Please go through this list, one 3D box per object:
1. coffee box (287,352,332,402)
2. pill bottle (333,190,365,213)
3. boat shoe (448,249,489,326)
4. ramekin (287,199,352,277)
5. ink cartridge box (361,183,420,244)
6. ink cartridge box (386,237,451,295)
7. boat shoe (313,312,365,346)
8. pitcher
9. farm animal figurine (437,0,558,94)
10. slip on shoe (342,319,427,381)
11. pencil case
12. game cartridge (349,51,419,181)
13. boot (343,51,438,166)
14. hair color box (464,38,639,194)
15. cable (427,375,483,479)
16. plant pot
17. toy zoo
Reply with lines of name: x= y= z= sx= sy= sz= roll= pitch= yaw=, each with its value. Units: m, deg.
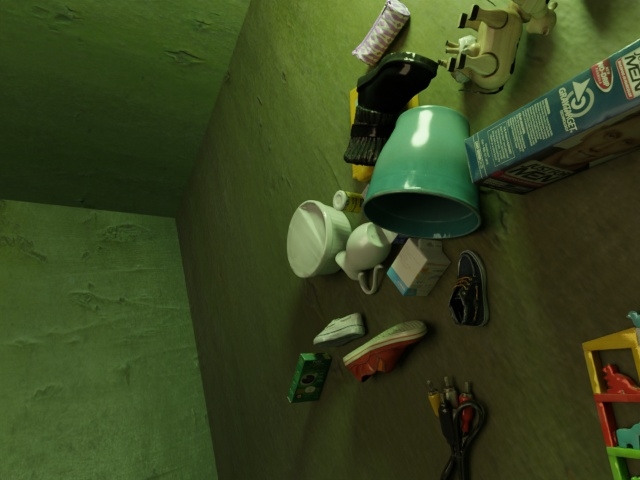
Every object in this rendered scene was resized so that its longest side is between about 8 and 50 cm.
coffee box: x=-0.038 y=0.478 z=1.554 sx=0.040 sy=0.113 sz=0.184 roll=43 pitch=122 yaw=55
pill bottle: x=0.104 y=-0.120 z=1.416 sx=0.065 sy=0.116 sz=0.065 roll=-12 pitch=76 yaw=56
boat shoe: x=0.340 y=0.109 z=1.039 sx=0.065 sy=0.083 sz=0.183 roll=-28 pitch=62 yaw=53
ramekin: x=0.000 y=0.000 z=1.553 sx=0.273 sy=0.127 sz=0.272 roll=-14 pitch=74 yaw=57
ink cartridge box: x=0.204 y=-0.075 z=1.271 sx=0.046 sy=0.097 sz=0.207 roll=-58 pitch=41 yaw=35
ink cartridge box: x=0.260 y=0.064 z=1.164 sx=0.143 sy=0.092 sz=0.090 roll=-63 pitch=38 yaw=30
boat shoe: x=0.064 y=0.296 z=1.466 sx=0.226 sy=0.083 sz=0.075 roll=-26 pitch=51 yaw=41
pitcher: x=0.144 y=0.055 z=1.343 sx=0.177 sy=0.126 sz=0.207 roll=57 pitch=146 yaw=17
farm animal figurine: x=0.398 y=-0.470 z=0.942 sx=0.330 sy=0.172 sz=0.326 roll=-86 pitch=8 yaw=-59
slip on shoe: x=0.186 y=0.311 z=1.241 sx=0.101 sy=0.123 sz=0.331 roll=58 pitch=136 yaw=13
pencil case: x=0.191 y=-0.650 z=1.391 sx=0.206 sy=0.088 sz=0.086 roll=-51 pitch=43 yaw=42
game cartridge: x=0.190 y=-0.367 z=1.382 sx=0.285 sy=0.053 sz=0.323 roll=-17 pitch=70 yaw=56
boot: x=0.183 y=-0.335 z=1.212 sx=0.348 sy=0.131 sz=0.260 roll=-170 pitch=91 yaw=-72
hair color box: x=0.461 y=-0.200 z=0.812 sx=0.347 sy=0.174 sz=0.105 roll=-28 pitch=63 yaw=53
cable: x=0.332 y=0.472 z=1.050 sx=0.140 sy=0.072 sz=0.287 roll=-10 pitch=88 yaw=39
plant pot: x=0.257 y=-0.170 z=1.073 sx=0.272 sy=0.272 sz=0.255 roll=-15 pitch=58 yaw=56
toy zoo: x=0.553 y=0.262 z=0.729 sx=0.192 sy=0.030 sz=0.293 roll=-28 pitch=62 yaw=53
